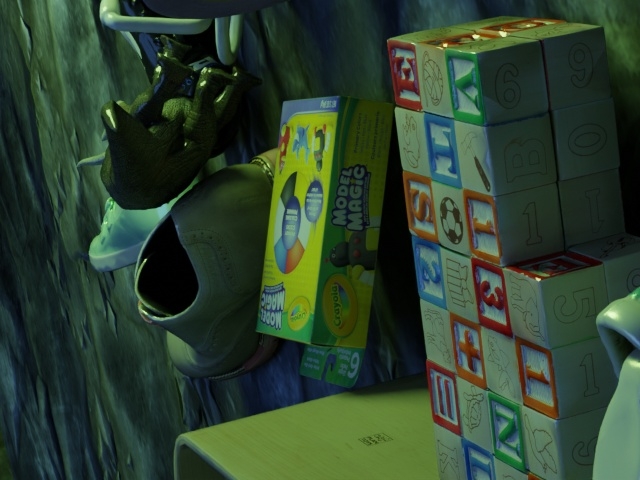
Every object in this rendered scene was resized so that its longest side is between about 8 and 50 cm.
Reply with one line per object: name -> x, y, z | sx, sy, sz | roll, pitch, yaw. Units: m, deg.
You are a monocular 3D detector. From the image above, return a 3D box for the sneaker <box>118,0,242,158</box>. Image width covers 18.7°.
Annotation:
sneaker -> -0.125, -0.182, 1.823 | 0.121, 0.079, 0.217 | -1, 110, 66

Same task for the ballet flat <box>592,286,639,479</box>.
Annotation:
ballet flat -> 0.214, 0.198, 1.084 | 0.139, 0.139, 0.400 | -157, 56, -65

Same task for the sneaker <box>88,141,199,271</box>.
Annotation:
sneaker -> -0.186, -0.054, 2.017 | 0.256, 0.094, 0.151 | -21, 87, 61

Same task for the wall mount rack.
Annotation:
wall mount rack -> -0.122, -0.336, 1.651 | 0.304, 0.130, 0.350 | -82, -5, -58

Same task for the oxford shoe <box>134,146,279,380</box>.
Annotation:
oxford shoe -> -0.113, 0.034, 1.805 | 0.397, 0.146, 0.140 | 115, 136, -60

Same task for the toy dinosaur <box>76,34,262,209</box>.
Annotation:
toy dinosaur -> -0.135, -0.084, 1.673 | 0.313, 0.121, 0.160 | -99, 32, -76

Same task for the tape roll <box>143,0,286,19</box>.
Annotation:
tape roll -> -0.052, -0.239, 1.423 | 0.189, 0.189, 0.080 | 129, 124, -65

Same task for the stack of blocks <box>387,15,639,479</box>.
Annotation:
stack of blocks -> 0.131, 0.020, 1.183 | 0.171, 0.087, 0.297 | -159, 59, -65

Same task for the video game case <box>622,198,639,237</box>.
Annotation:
video game case -> 0.160, 0.033, 1.274 | 0.196, 0.026, 0.274 | 97, 151, -42

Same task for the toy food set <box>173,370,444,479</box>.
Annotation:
toy food set -> 0.046, 0.183, 1.383 | 0.306, 0.220, 0.092 | -155, 55, -64

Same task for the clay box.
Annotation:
clay box -> 0.000, 0.000, 1.537 | 0.127, 0.053, 0.222 | -176, 94, -69
